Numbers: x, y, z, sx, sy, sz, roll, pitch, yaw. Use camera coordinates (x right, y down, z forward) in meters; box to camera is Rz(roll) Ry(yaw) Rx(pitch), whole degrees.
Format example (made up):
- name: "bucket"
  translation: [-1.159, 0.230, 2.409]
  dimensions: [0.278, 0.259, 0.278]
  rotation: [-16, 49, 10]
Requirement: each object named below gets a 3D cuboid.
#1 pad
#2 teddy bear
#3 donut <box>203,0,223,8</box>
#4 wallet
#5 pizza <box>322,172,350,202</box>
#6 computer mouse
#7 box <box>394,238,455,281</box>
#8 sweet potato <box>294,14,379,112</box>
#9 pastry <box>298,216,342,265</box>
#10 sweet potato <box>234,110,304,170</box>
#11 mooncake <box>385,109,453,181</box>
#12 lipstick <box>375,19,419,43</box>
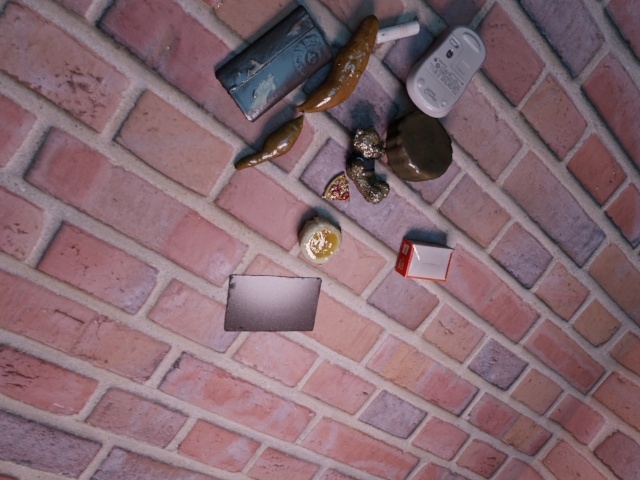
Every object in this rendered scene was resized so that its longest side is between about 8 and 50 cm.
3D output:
- name: "pad"
  translation: [-0.165, 0.227, 1.427]
  dimensions: [0.330, 0.004, 0.220]
  rotation: [5, 108, -19]
- name: "teddy bear"
  translation: [0.143, -0.237, 1.297]
  dimensions: [0.129, 0.182, 0.252]
  rotation: [1, 115, 21]
- name: "donut"
  translation: [-0.286, -0.693, 1.029]
  dimensions: [0.116, 0.065, 0.166]
  rotation: [16, 102, -23]
- name: "wallet"
  translation: [-0.128, -0.502, 1.157]
  dimensions: [0.321, 0.044, 0.170]
  rotation: [-38, 117, -1]
- name: "pizza"
  translation: [0.064, -0.178, 1.341]
  dimensions: [0.100, 0.029, 0.099]
  rotation: [8, 105, -20]
- name: "computer mouse"
  translation: [0.381, -0.525, 1.257]
  dimensions: [0.184, 0.121, 0.297]
  rotation: [34, 89, -16]
- name: "box"
  translation: [0.382, 0.072, 1.492]
  dimensions: [0.182, 0.099, 0.133]
  rotation: [6, 104, -17]
- name: "sweet potato"
  translation: [0.073, -0.497, 1.195]
  dimensions: [0.106, 0.095, 0.355]
  rotation: [38, 96, -7]
- name: "pastry"
  translation: [0.000, 0.000, 1.353]
  dimensions: [0.165, 0.088, 0.166]
  rotation: [-6, 114, -15]
- name: "sweet potato"
  translation: [-0.141, -0.281, 1.217]
  dimensions: [0.269, 0.075, 0.075]
  rotation: [-36, 115, 7]
- name: "mooncake"
  translation: [0.307, -0.295, 1.291]
  dimensions: [0.228, 0.124, 0.229]
  rotation: [4, 82, -28]
- name: "lipstick"
  translation: [0.229, -0.632, 1.224]
  dimensions: [0.141, 0.040, 0.040]
  rotation: [-18, 113, -9]
